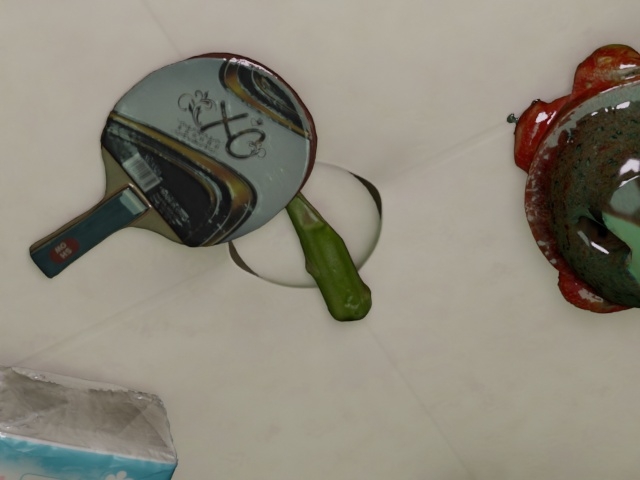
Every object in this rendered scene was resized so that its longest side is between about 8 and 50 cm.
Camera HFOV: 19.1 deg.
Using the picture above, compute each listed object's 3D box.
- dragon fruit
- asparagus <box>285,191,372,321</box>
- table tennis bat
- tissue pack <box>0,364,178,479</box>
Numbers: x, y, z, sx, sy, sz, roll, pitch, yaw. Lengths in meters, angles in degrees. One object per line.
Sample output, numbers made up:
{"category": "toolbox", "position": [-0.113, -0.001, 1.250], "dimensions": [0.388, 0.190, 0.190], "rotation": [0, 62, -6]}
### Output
{"category": "dragon fruit", "position": [0.310, -0.044, 1.718], "dimensions": [0.268, 0.130, 0.295], "rotation": [-37, 120, 13]}
{"category": "asparagus", "position": [0.000, 0.000, 1.767], "dimensions": [0.045, 0.041, 0.178], "rotation": [7, 135, 38]}
{"category": "table tennis bat", "position": [-0.142, -0.056, 1.712], "dimensions": [0.301, 0.022, 0.173], "rotation": [-31, 109, 20]}
{"category": "tissue pack", "position": [-0.274, 0.264, 1.872], "dimensions": [0.201, 0.124, 0.271], "rotation": [14, 121, -19]}
